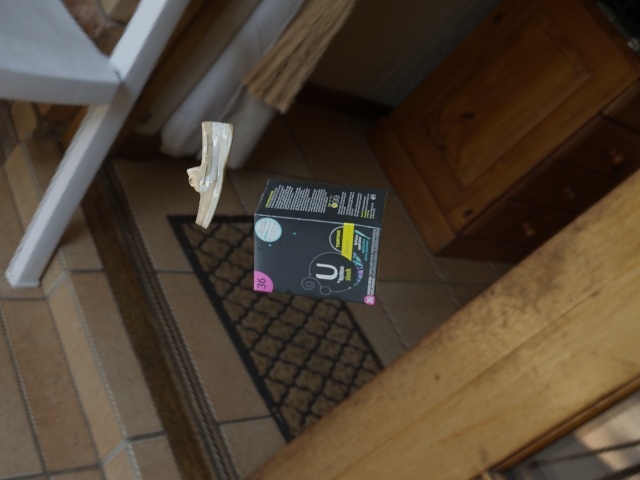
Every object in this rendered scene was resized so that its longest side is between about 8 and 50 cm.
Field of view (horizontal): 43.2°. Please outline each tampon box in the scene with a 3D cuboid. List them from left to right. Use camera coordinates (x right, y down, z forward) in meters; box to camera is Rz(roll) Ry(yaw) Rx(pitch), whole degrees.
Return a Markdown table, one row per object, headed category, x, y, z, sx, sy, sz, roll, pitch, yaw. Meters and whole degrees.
| category | x | y | z | sx | sy | sz | roll | pitch | yaw |
| --- | --- | --- | --- | --- | --- | --- | --- | --- | --- |
| tampon box | 0.000 | 0.000 | 1.056 | 0.161 | 0.120 | 0.101 | 6 | 32 | 6 |

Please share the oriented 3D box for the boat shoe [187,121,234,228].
| category | x | y | z | sx | sy | sz | roll | pitch | yaw |
| --- | --- | --- | --- | --- | --- | --- | --- | --- | --- |
| boat shoe | -0.180 | -0.105 | 1.271 | 0.059 | 0.170 | 0.063 | 12 | 2 | -9 |
